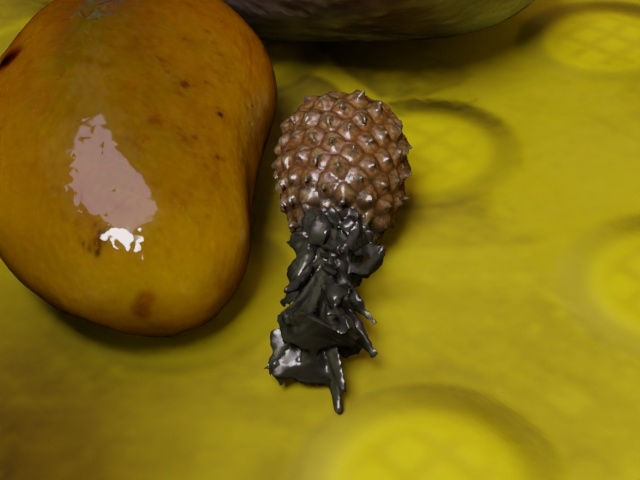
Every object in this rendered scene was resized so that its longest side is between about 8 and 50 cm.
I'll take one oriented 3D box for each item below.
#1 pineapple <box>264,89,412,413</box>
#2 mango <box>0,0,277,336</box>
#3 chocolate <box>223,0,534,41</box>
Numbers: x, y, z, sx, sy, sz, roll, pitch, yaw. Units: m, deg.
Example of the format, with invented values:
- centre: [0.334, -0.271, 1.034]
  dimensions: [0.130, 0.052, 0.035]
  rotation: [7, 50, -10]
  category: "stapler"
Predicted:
- centre: [0.000, 0.000, 0.387]
  dimensions: [0.058, 0.058, 0.124]
  rotation: [4, 45, 13]
  category: "pineapple"
- centre: [-0.078, -0.038, 0.419]
  dimensions: [0.115, 0.090, 0.178]
  rotation: [5, 48, 2]
  category: "mango"
- centre: [-0.040, -0.149, 0.514]
  dimensions: [0.303, 0.100, 0.185]
  rotation: [14, 5, 26]
  category: "chocolate"
